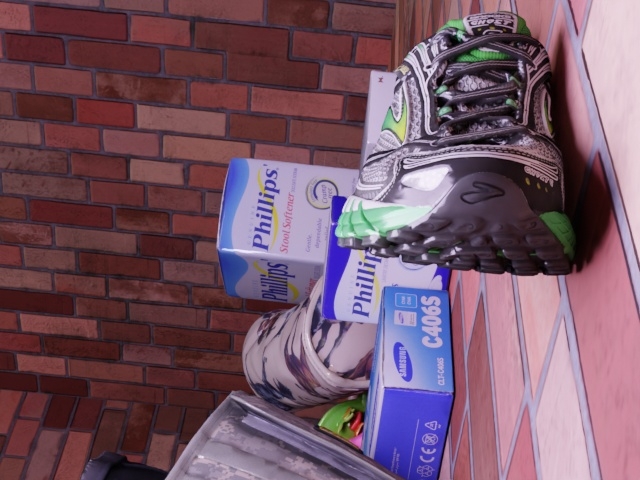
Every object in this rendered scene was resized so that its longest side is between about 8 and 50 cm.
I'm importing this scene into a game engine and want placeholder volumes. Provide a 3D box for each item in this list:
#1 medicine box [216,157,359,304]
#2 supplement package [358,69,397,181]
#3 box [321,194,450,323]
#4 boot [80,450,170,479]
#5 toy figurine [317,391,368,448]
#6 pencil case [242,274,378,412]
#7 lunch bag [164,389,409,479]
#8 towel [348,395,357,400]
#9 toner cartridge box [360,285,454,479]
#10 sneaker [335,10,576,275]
[{"bbox_3d":[0.000,0.000,1.732,0.263,0.289,0.149,94,-179,-73],"label":"medicine box"},{"bbox_3d":[0.104,-0.116,1.416,0.179,0.105,0.105,94,-178,-65],"label":"supplement package"},{"bbox_3d":[0.073,0.025,1.264,0.072,0.137,0.126,-86,1,-61],"label":"box"},{"bbox_3d":[-0.113,0.412,1.574,0.367,0.445,0.146,-103,29,-85],"label":"boot"},{"bbox_3d":[0.081,0.268,1.575,0.173,0.130,0.159,-60,9,-11],"label":"toy figurine"},{"bbox_3d":[0.003,0.145,1.635,0.183,0.160,0.410,-53,5,-20],"label":"pencil case"},{"bbox_3d":[-0.022,0.259,1.026,0.169,0.235,0.287,-66,-6,29],"label":"lunch bag"},{"bbox_3d":[0.073,0.497,2.417,0.332,0.053,0.317,-86,3,-79],"label":"towel"},{"bbox_3d":[0.084,0.236,1.264,0.165,0.075,0.348,-86,2,-55],"label":"toner cartridge box"},{"bbox_3d":[0.083,-0.069,0.710,0.343,0.134,0.146,-82,-2,-75],"label":"sneaker"}]
